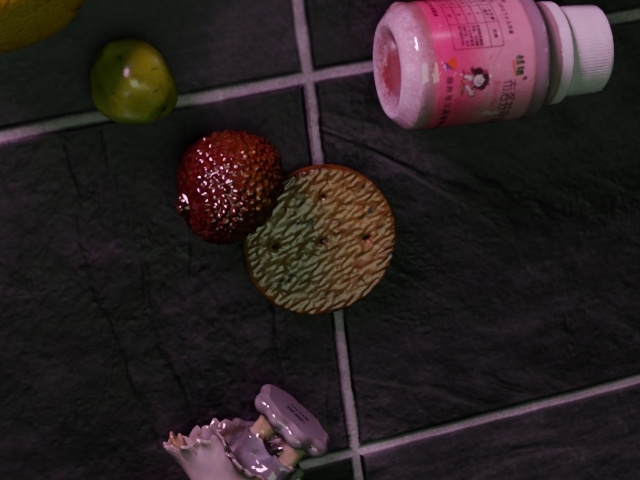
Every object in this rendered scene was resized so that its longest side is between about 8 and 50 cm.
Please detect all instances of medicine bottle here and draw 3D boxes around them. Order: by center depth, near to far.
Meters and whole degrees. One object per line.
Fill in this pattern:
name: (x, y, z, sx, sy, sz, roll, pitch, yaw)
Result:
medicine bottle: (0.190, -0.201, 1.319, 0.247, 0.147, 0.147, -7, 112, -13)

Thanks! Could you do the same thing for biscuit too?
biscuit: (0.000, 0.000, 1.405, 0.187, 0.027, 0.188, -5, 110, -14)

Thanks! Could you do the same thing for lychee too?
lychee: (-0.099, -0.062, 1.301, 0.129, 0.123, 0.123, -32, 116, -1)

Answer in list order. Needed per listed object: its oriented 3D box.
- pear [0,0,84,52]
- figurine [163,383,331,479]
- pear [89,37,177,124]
pear: (-0.308, -0.276, 1.114, 0.208, 0.209, 0.209, -6, 112, -14)
figurine: (-0.145, 0.352, 1.440, 0.207, 0.166, 0.387, 40, 100, 9)
pear: (-0.194, -0.164, 1.254, 0.097, 0.092, 0.092, 22, 103, -22)
